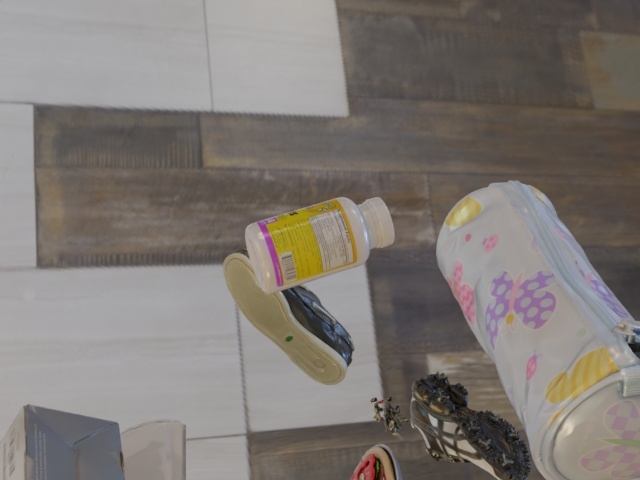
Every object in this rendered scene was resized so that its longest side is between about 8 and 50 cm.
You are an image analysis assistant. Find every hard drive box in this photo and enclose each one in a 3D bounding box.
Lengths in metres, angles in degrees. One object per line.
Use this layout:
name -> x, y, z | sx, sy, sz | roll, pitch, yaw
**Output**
hard drive box -> -0.249, 0.283, 0.719 | 0.089, 0.232, 0.181 | 20, 30, -31

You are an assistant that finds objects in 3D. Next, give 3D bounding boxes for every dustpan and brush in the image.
dustpan and brush -> -0.275, 0.308, 1.117 | 0.211, 0.060, 0.147 | -1, 78, -2

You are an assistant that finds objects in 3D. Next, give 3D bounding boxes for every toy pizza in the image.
toy pizza -> 0.052, 0.361, 1.119 | 0.032, 0.201, 0.201 | 17, 68, -14

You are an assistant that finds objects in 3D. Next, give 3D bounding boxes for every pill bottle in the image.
pill bottle -> 0.000, 0.000, 0.517 | 0.083, 0.043, 0.043 | -17, 78, -12

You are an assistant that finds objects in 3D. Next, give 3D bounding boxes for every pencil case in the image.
pencil case -> 0.172, 0.060, 0.652 | 0.113, 0.273, 0.124 | -14, 120, -2

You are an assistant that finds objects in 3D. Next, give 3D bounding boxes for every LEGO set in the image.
LEGO set -> 0.080, 0.215, 1.056 | 0.083, 0.023, 0.054 | 43, 25, -35

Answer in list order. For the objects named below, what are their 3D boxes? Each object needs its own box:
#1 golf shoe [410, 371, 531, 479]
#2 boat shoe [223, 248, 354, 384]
golf shoe -> 0.189, 0.259, 1.124 | 0.077, 0.094, 0.198 | -5, 32, -34
boat shoe -> -0.043, 0.096, 1.203 | 0.233, 0.084, 0.079 | 47, 43, -12
